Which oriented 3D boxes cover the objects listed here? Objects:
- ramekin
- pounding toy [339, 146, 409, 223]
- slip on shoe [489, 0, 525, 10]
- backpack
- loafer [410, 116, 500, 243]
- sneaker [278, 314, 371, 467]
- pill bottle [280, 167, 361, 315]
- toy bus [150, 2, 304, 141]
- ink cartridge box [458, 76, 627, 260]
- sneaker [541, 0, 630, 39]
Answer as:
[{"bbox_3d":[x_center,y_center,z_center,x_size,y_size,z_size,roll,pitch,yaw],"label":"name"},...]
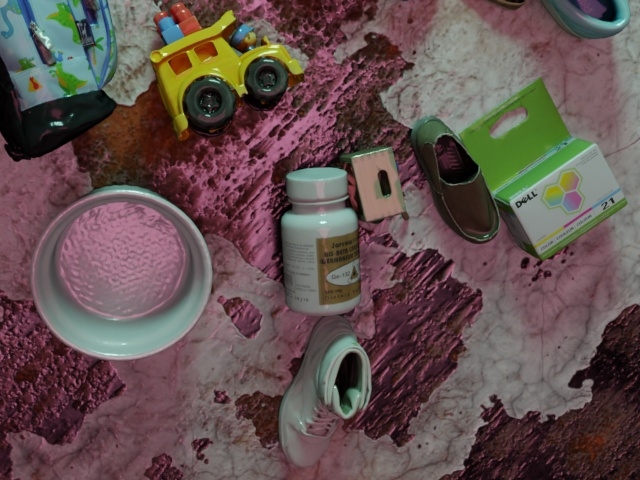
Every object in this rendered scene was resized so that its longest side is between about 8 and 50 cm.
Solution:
[{"bbox_3d":[-0.318,0.042,1.451,0.277,0.135,0.277,-3,105,-12],"label":"ramekin"},{"bbox_3d":[0.102,-0.085,1.517,0.100,0.130,0.141,-15,98,-7],"label":"pounding toy"},{"bbox_3d":[0.282,-0.424,1.502,0.135,0.041,0.051,26,98,-17],"label":"slip on shoe"},{"bbox_3d":[-0.412,-0.321,1.282,0.273,0.290,0.356,-33,102,-11],"label":"backpack"},{"bbox_3d":[0.237,-0.094,1.554,0.094,0.087,0.251,-35,108,-1],"label":"loafer"},{"bbox_3d":[0.005,0.291,1.566,0.108,0.169,0.293,10,103,-16],"label":"sneaker"},{"bbox_3d":[0.000,0.000,1.507,0.131,0.131,0.229,-6,106,-10],"label":"pill bottle"},{"bbox_3d":[-0.162,-0.284,1.408,0.220,0.149,0.212,-26,92,-6],"label":"toy bus"},{"bbox_3d":[0.386,-0.124,1.573,0.188,0.097,0.255,-34,109,-1],"label":"ink cartridge box"},{"bbox_3d":[0.376,-0.470,1.453,0.366,0.150,0.135,37,94,-18],"label":"sneaker"}]
